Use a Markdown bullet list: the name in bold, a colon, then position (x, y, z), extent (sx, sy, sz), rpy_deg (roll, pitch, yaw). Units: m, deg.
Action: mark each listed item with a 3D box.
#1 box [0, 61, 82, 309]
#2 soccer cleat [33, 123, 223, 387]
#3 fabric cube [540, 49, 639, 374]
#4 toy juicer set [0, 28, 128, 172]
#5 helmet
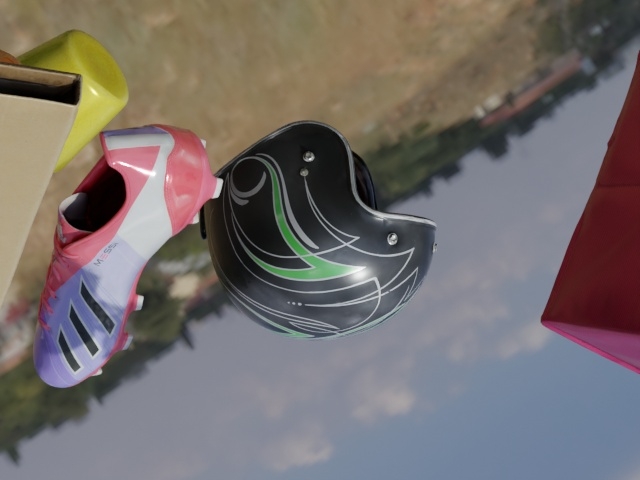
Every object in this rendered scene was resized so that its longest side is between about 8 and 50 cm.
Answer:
- **box**: position (-0.212, -0.024, 0.755), extent (0.164, 0.021, 0.201), rpy_deg (7, 146, -20)
- **soccer cleat**: position (-0.162, 0.012, 1.148), extent (0.095, 0.083, 0.248), rpy_deg (8, 134, -37)
- **fabric cube**: position (0.375, 0.004, 1.246), extent (0.258, 0.254, 0.259), rpy_deg (3, -109, 65)
- **toy juicer set**: position (-0.247, -0.175, 0.862), extent (0.089, 0.329, 0.209), rpy_deg (-33, 178, 19)
- **helmet**: position (0.000, 0.000, 1.272), extent (0.169, 0.161, 0.169), rpy_deg (-29, 170, -6)
